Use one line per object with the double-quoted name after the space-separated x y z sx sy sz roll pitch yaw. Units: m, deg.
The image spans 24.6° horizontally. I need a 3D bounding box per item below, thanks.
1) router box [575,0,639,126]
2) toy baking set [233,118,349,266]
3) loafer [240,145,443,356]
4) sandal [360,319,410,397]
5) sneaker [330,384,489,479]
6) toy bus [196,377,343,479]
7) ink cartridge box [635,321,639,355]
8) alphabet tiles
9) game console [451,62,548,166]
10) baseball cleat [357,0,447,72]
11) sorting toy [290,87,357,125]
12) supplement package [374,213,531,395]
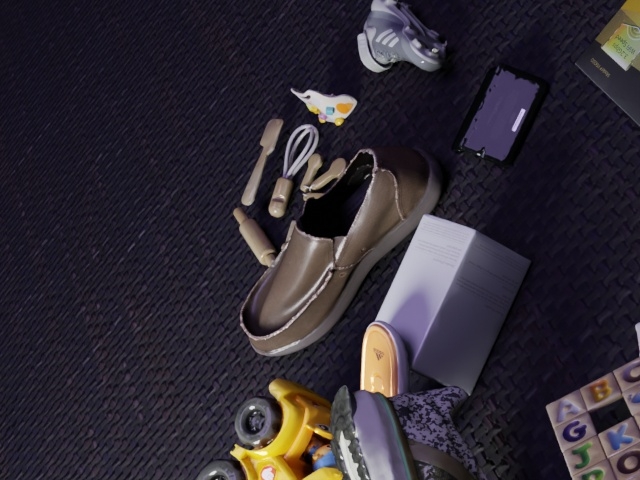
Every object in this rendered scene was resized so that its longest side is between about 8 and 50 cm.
0.444 -0.187 1.534 0.243 0.081 0.309 -52 45 16 "router box"
-0.046 -0.067 2.156 0.196 0.030 0.256 -50 43 8 "toy baking set"
0.000 0.000 1.959 0.366 0.130 0.134 -50 41 18 "loafer"
0.052 0.223 1.712 0.102 0.076 0.265 20 118 56 "sandal"
0.158 0.317 1.549 0.158 0.182 0.410 102 148 -63 "sneaker"
-0.023 0.310 1.801 0.211 0.149 0.220 30 90 42 "toy bus"
0.414 0.096 1.416 0.225 0.056 0.181 -41 26 32 "ink cartridge box"
0.346 0.166 1.435 0.237 0.009 0.198 -30 27 11 "alphabet tiles"
0.228 -0.159 1.881 0.107 0.071 0.122 25 89 25 "game console"
0.113 -0.268 2.063 0.109 0.072 0.206 -62 28 26 "baseball cleat"
-0.003 -0.204 2.147 0.083 0.075 0.044 15 80 55 "sorting toy"
0.150 0.076 1.749 0.105 0.105 0.179 21 84 54 "supplement package"
